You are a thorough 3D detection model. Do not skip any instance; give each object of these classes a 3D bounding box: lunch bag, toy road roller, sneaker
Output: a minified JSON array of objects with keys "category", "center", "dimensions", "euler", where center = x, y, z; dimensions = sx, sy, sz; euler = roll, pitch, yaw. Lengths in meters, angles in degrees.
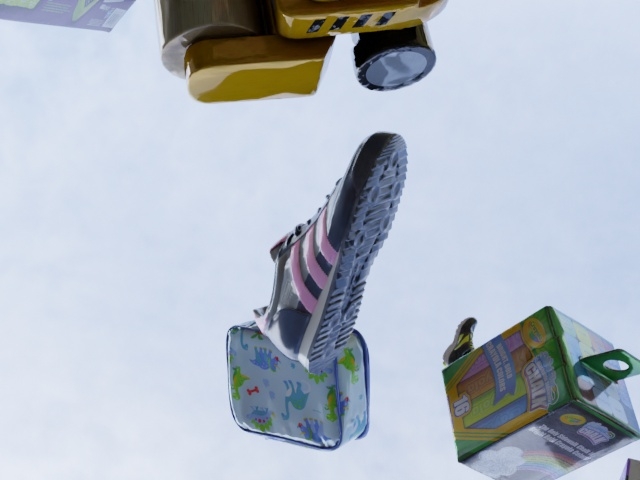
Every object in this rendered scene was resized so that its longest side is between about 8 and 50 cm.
[{"category":"lunch bag","center":[-0.033,0.199,1.397],"dimensions":[0.219,0.176,0.090],"euler":[3,-169,40]},{"category":"toy road roller","center":[-0.016,-0.296,1.060],"dimensions":[0.329,0.241,0.203],"euler":[-7,-112,-8]},{"category":"sneaker","center":[0.000,0.000,1.211],"dimensions":[0.131,0.319,0.112],"euler":[31,-160,28]},{"category":"sneaker","center":[0.199,0.143,1.359],"dimensions":[0.035,0.031,0.083],"euler":[14,-118,37]}]

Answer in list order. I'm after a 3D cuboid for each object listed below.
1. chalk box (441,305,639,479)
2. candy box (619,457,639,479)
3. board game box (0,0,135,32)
[{"category":"chalk box","center":[0.263,0.171,1.123],"dimensions":[0.213,0.132,0.132],"euler":[-37,-141,30]},{"category":"candy box","center":[0.330,0.361,1.057],"dimensions":[0.070,0.196,0.165],"euler":[14,-138,12]},{"category":"board game box","center":[-0.189,-0.280,0.876],"dimensions":[0.208,0.347,0.056],"euler":[-42,-87,10]}]
